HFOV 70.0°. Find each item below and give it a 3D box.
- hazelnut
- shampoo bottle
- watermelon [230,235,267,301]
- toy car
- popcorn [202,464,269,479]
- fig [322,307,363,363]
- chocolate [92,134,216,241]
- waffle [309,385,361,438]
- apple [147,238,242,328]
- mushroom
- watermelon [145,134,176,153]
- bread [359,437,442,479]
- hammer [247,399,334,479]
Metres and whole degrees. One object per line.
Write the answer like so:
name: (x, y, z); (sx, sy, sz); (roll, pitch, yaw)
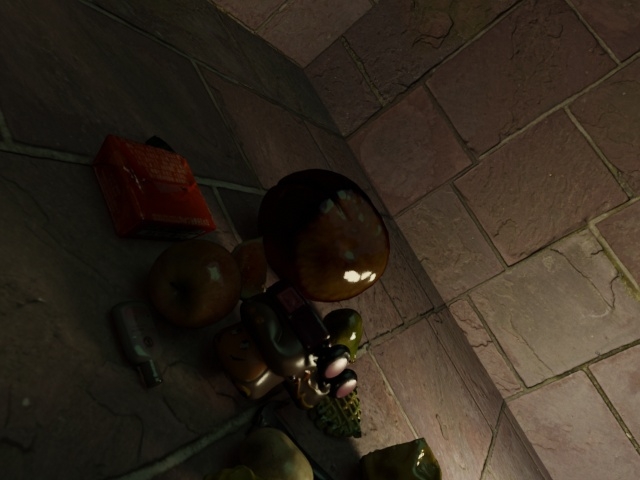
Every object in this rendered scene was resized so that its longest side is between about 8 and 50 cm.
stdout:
hazelnut: (0.000, 0.000, 1.422); (0.429, 0.402, 0.402); (40, 26, -29)
shampoo bottle: (-0.335, 0.193, 0.857); (0.080, 0.040, 0.165); (13, 46, -62)
watermelon: (-0.193, 0.079, 1.209); (0.063, 0.119, 0.245); (54, 19, -36)
toy car: (-0.086, 0.262, 1.041); (0.271, 0.240, 0.340); (46, -17, 42)
popcorn: (-0.120, 0.476, 0.682); (0.250, 0.234, 0.242); (19, -18, 51)
fig: (0.076, 0.307, 1.435); (0.127, 0.133, 0.184); (7, 72, -72)
chocolate: (-0.394, -0.108, 1.083); (0.234, 0.108, 0.237); (61, 21, 16)
waffle: (0.034, 0.429, 1.256); (0.208, 0.054, 0.214); (36, 31, -32)
apple: (-0.259, 0.089, 0.968); (0.188, 0.188, 0.174); (54, 19, -2)
mushroom: (-0.090, 0.446, 0.881); (0.166, 0.127, 0.166); (45, -10, 10)
watermelon: (-0.428, -0.207, 1.252); (0.181, 0.075, 0.092); (54, -22, -6)
bread: (0.210, 0.622, 1.114); (0.238, 0.196, 0.252); (95, -14, -59)
hammer: (-0.044, 0.485, 1.041); (0.289, 0.037, 0.137); (51, 24, -9)
